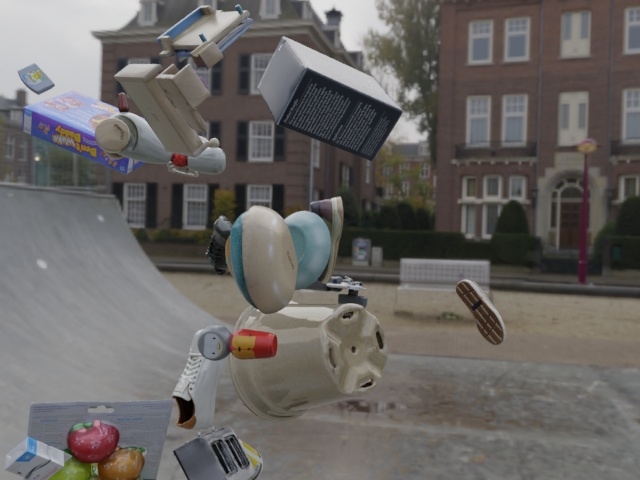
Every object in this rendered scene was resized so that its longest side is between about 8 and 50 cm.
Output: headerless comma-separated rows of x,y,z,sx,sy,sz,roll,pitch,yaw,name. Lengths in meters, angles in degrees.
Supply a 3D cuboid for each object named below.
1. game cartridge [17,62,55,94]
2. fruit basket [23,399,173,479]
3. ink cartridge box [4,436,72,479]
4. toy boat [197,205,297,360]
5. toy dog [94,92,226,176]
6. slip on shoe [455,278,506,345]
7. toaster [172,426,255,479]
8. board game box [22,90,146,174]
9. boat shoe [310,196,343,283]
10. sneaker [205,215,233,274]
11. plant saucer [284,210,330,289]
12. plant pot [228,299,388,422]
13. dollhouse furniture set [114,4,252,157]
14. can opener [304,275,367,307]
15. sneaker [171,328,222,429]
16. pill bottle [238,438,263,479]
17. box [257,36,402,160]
-0.698,-0.395,1.600,0.056,0.083,0.017,-40,-11,-26,game cartridge
-0.557,0.520,1.624,0.326,0.353,0.165,4,25,-23,fruit basket
-0.414,0.328,0.966,0.083,0.048,0.028,44,11,-39,ink cartridge box
-0.142,0.088,1.289,0.148,0.318,0.268,1,-36,10,toy boat
-0.411,-0.273,1.671,0.333,0.161,0.220,11,-3,-37,toy dog
0.304,0.131,1.221,0.041,0.135,0.051,-5,-36,-53,slip on shoe
-0.274,0.588,1.705,0.110,0.186,0.168,-36,-16,12,toaster
-0.662,-0.329,1.949,0.346,0.078,0.233,23,29,8,board game box
0.000,0.000,1.690,0.092,0.103,0.285,4,-43,-5,boat shoe
-0.251,0.026,1.743,0.106,0.101,0.267,-37,-19,-12,sneaker
-0.063,0.020,1.560,0.194,0.195,0.037,2,-11,38,plant saucer
-0.010,0.286,1.660,0.333,0.334,0.305,2,-14,-43,plant pot
-0.218,-0.348,1.379,0.286,0.303,0.198,18,-33,47,dollhouse furniture set
0.027,0.142,1.905,0.074,0.093,0.280,9,-1,-36,can opener
-0.363,0.400,1.894,0.105,0.290,0.123,-8,-14,35,sneaker
-0.280,0.699,2.103,0.119,0.119,0.208,2,-33,28,pill bottle
0.028,-0.480,2.229,0.395,0.212,0.294,17,28,-30,box
